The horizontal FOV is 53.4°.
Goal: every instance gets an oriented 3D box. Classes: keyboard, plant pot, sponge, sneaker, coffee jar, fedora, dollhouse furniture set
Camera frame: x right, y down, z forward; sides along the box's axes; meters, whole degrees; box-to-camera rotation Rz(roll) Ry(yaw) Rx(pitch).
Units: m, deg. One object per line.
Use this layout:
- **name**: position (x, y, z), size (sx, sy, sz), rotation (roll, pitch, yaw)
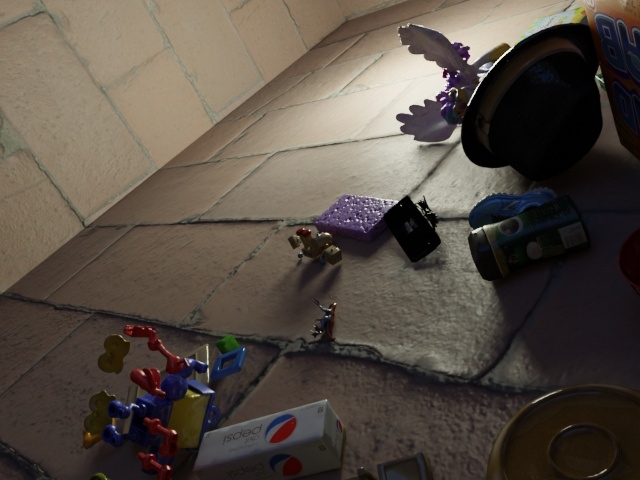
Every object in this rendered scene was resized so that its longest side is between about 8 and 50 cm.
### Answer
- **keyboard**: position (0.200, -0.026, 1.301), size (0.100, 0.038, 0.192), rotation (-39, 34, 11)
- **plant pot**: position (0.296, 0.244, 0.711), size (0.236, 0.032, 0.236), rotation (-24, 27, 13)
- **sponge**: position (0.086, -0.055, 1.472), size (0.117, 0.031, 0.210), rotation (-42, 29, -23)
- **sneaker**: position (0.347, -0.049, 1.158), size (0.162, 0.063, 0.073), rotation (-15, 32, 28)
- **coffee jar**: position (0.341, -0.001, 1.056), size (0.184, 0.079, 0.096), rotation (-21, 30, 15)
- **fedora**: position (0.429, -0.229, 1.196), size (0.334, 0.334, 0.152), rotation (-29, 57, 0)
- **dollhouse furniture set**: position (0.062, 0.354, 0.722), size (0.182, 0.101, 0.161), rotation (-21, 51, 16)

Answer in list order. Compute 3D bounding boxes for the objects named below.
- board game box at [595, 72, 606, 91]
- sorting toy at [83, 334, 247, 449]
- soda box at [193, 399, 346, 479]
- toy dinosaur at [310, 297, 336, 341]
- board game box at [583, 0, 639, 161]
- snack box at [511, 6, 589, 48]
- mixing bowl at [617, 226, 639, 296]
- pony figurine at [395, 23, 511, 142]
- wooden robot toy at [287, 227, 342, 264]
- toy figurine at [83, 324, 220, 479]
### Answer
- **board game box**: position (0.756, -0.390, 1.398), size (0.260, 0.030, 0.136), rotation (-23, 29, 14)
- **sorting toy**: position (-0.285, 0.294, 1.205), size (0.348, 0.047, 0.196), rotation (-28, 21, 2)
- **soda box**: position (-0.074, 0.307, 0.934), size (0.216, 0.069, 0.074), rotation (-21, 27, 19)
- **toy dinosaur**: position (0.015, 0.149, 1.188), size (0.090, 0.047, 0.082), rotation (33, 50, 25)
- **board game box**: position (0.648, -0.289, 0.926), size (0.356, 0.356, 0.356), rotation (-23, 29, 12)
- **snack box**: position (0.655, -0.568, 1.778), size (0.174, 0.070, 0.207), rotation (2, 39, 47)
- **mixing bowl**: position (0.481, 0.047, 0.802), size (0.181, 0.098, 0.181), rotation (-23, 27, 12)
- **pony figurine**: position (0.370, -0.395, 1.580), size (0.363, 0.302, 0.351), rotation (-24, 30, -25)
- **wooden robot toy**: position (0.000, 0.000, 1.423), size (0.079, 0.076, 0.173), rotation (-30, 24, -27)
- **toy figurine**: position (-0.231, 0.321, 1.012), size (0.191, 0.217, 0.362), rotation (12, 90, 35)
